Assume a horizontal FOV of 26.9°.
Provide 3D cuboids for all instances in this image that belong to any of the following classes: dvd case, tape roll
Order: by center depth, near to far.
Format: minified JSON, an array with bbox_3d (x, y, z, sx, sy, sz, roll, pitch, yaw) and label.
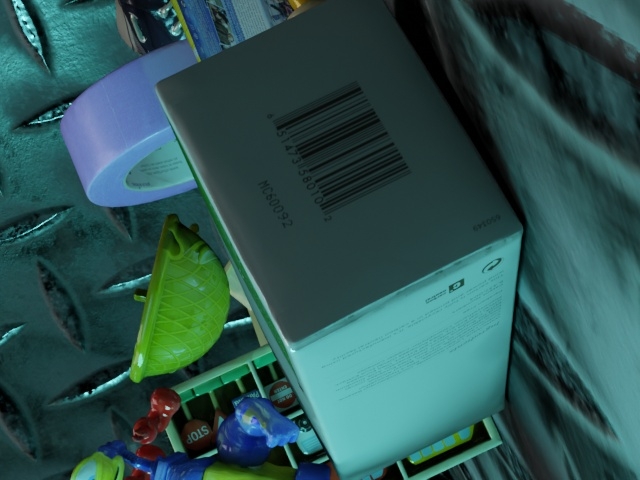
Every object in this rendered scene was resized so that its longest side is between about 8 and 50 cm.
[{"bbox_3d":[-0.053,-0.175,1.210,0.253,0.022,0.180,27,144,53],"label":"dvd case"},{"bbox_3d":[-0.157,-0.138,1.545,0.275,0.274,0.090,86,161,-79],"label":"tape roll"}]

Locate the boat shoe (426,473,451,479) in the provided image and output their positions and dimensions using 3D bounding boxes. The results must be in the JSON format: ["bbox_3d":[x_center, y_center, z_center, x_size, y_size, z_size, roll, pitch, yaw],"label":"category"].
[{"bbox_3d":[0.118,0.281,1.887,0.099,0.116,0.319,-60,26,27],"label":"boat shoe"}]

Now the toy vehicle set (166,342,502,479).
[{"bbox_3d":[0.006,0.158,1.181,0.035,0.267,0.166,94,151,-84],"label":"toy vehicle set"}]

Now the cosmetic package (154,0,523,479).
[{"bbox_3d":[0.026,0.019,0.912,0.197,0.155,0.365,61,173,23],"label":"cosmetic package"}]

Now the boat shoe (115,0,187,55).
[{"bbox_3d":[-0.173,-0.302,1.597,0.158,0.127,0.340,40,166,16],"label":"boat shoe"}]

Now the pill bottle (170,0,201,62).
[{"bbox_3d":[-0.106,-0.264,1.381,0.103,0.103,0.184,127,119,-86],"label":"pill bottle"}]

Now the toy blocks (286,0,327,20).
[{"bbox_3d":[-0.032,-0.231,0.951,0.123,0.054,0.148,75,171,-70],"label":"toy blocks"}]

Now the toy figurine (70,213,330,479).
[{"bbox_3d":[-0.057,0.179,1.022,0.191,0.217,0.363,-12,-63,-81],"label":"toy figurine"}]

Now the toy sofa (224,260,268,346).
[{"bbox_3d":[-0.011,0.132,1.896,0.177,0.150,0.362,18,-151,-27],"label":"toy sofa"}]
